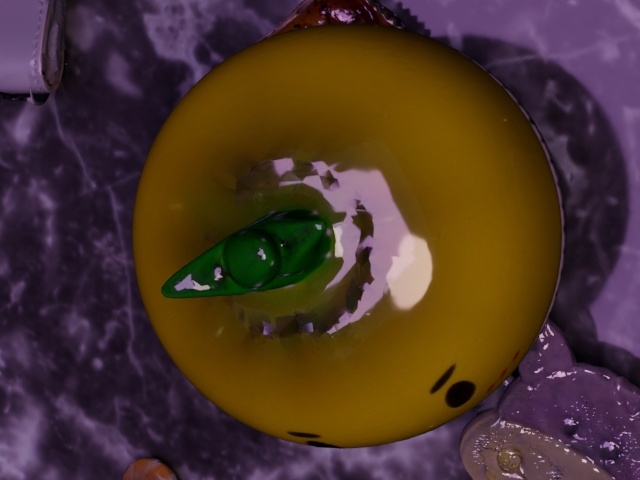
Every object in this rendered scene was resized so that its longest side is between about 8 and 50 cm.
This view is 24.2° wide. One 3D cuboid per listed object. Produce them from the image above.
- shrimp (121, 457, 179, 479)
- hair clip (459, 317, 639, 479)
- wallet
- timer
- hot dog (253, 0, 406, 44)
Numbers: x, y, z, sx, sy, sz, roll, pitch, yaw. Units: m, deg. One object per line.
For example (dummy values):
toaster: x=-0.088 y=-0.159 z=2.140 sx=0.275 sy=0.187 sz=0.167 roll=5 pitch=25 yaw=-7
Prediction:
shrimp: x=-0.118 y=0.215 z=1.130 sx=0.059 sy=0.023 sz=0.108 roll=-26 pitch=87 yaw=30
hair clip: x=0.156 y=0.133 z=1.002 sx=0.187 sy=0.056 sz=0.146 roll=37 pitch=114 yaw=10
wallet: x=-0.292 y=-0.181 z=1.126 sx=0.230 sy=0.069 sz=0.170 roll=1 pitch=79 yaw=17
timer: x=0.000 y=0.000 z=0.872 sx=0.285 sy=0.285 sz=0.285 roll=2 pitch=97 yaw=20
hot dog: x=-0.019 y=-0.096 z=1.041 sx=0.191 sy=0.059 sz=0.108 roll=-40 pitch=86 yaw=17
